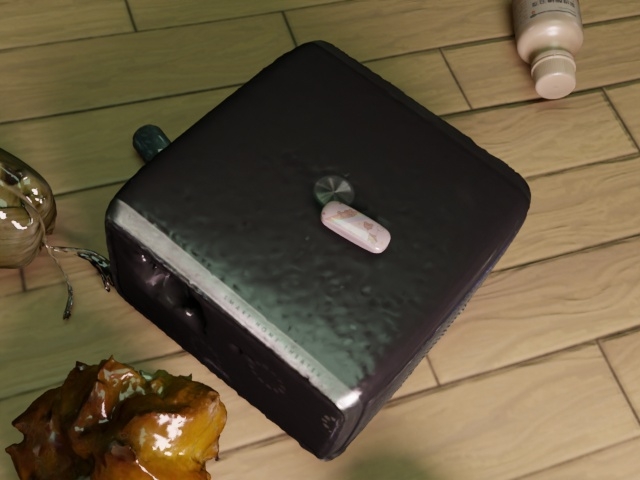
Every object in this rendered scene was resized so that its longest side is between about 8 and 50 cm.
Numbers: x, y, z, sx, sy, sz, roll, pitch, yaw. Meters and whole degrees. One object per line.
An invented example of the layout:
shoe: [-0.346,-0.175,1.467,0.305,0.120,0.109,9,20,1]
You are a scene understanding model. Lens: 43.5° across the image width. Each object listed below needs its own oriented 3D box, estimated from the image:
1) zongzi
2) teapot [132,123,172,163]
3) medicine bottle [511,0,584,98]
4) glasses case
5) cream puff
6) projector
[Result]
zongzi: [-0.471,-0.127,1.077,0.447,0.181,0.418,7,59,-8]
teapot: [-0.237,-0.129,1.190,0.049,0.063,0.083,-41,74,6]
medicine bottle: [0.392,-0.359,1.379,0.114,0.114,0.252,7,60,-5]
glasses case: [0.039,-0.015,0.899,0.083,0.021,0.032,31,57,8]
cream puff: [-0.220,0.235,0.880,0.269,0.155,0.241,-37,59,18]
projector: [0.000,0.000,1.037,0.395,0.242,0.405,37,61,13]
